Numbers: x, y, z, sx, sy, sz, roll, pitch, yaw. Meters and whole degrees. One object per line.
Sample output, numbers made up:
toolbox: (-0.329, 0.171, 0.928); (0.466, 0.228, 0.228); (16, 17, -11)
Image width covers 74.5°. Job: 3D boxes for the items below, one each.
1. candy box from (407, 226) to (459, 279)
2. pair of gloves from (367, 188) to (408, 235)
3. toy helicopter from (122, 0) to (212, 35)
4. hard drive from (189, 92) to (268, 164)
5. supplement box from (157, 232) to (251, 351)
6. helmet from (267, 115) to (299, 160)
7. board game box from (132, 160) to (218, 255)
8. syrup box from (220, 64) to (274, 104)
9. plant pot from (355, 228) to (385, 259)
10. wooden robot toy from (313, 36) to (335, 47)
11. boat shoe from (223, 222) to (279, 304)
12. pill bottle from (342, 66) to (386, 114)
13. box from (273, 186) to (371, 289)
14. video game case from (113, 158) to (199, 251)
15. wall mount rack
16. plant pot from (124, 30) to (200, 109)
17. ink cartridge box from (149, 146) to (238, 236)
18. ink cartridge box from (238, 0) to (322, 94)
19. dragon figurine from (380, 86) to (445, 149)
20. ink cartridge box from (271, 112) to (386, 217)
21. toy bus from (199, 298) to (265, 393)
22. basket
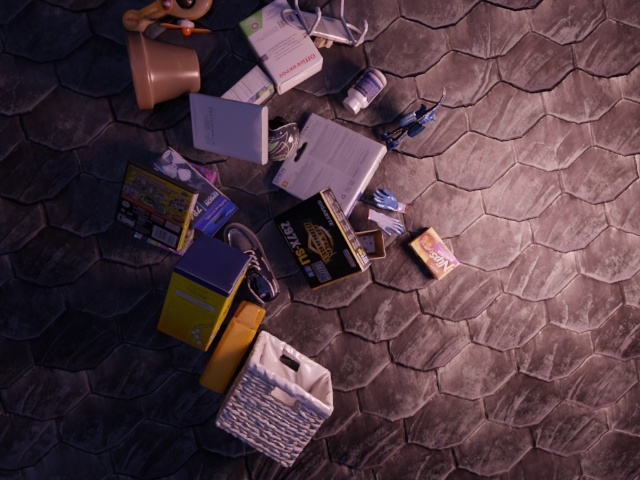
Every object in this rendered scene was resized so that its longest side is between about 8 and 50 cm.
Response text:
candy box: (0.447, 0.052, 1.668); (0.109, 0.053, 0.186); (-38, 92, -1)
pair of gloves: (0.259, -0.109, 1.620); (0.160, 0.023, 0.198); (24, 56, -10)
toy helicopter: (-0.566, -0.853, 1.567); (0.356, 0.140, 0.234); (-21, 102, 8)
hard drive: (-0.331, -0.404, 1.517); (0.308, 0.040, 0.202); (16, 123, 20)
supplement box: (-0.407, 0.186, 1.469); (0.196, 0.194, 0.356); (27, 129, -4)
helmet: (-0.160, -0.377, 1.563); (0.162, 0.169, 0.169); (38, 89, 16)
board game box: (-0.553, -0.136, 1.612); (0.209, 0.056, 0.346); (22, 91, 1)
syrup box: (-0.292, -0.535, 1.588); (0.237, 0.093, 0.096); (-43, 94, -1)
plant pot: (0.181, 0.017, 1.630); (0.109, 0.096, 0.108); (-8, 92, -4)
wooden robot toy: (0.019, -0.763, 1.607); (0.076, 0.079, 0.173); (30, 51, -10)
boat shoe: (-0.259, 0.084, 1.577); (0.127, 0.158, 0.340); (-32, 93, -2)
pill bottle: (0.164, -0.569, 1.612); (0.094, 0.094, 0.169); (41, 89, -4)
box: (0.000, 0.000, 1.558); (0.257, 0.079, 0.321); (-24, 96, 38)
video game case: (-0.597, -0.124, 1.523); (0.275, 0.035, 0.248); (26, 111, 4)
wall mount rack: (0.022, -0.856, 1.531); (0.351, 0.130, 0.303); (-4, 62, -31)
plant pot: (-0.563, -0.610, 1.517); (0.230, 0.263, 0.262); (-10, 92, -22)
ink cartridge box: (-0.484, -0.174, 1.561); (0.333, 0.065, 0.165); (41, 89, -5)
ink cartridge box: (-0.146, -0.724, 1.579); (0.199, 0.115, 0.272); (-32, 92, -2)
dragon figurine: (0.353, -0.442, 1.575); (0.085, 0.289, 0.144); (53, 51, -5)
ink cartridge box: (0.030, -0.279, 1.608); (0.330, 0.071, 0.323); (30, 90, 19)
toy bus: (-0.330, 0.394, 1.596); (0.108, 0.130, 0.332); (28, 90, -4)
basket: (-0.159, 0.554, 1.521); (0.329, 0.331, 0.266); (33, 96, -3)
